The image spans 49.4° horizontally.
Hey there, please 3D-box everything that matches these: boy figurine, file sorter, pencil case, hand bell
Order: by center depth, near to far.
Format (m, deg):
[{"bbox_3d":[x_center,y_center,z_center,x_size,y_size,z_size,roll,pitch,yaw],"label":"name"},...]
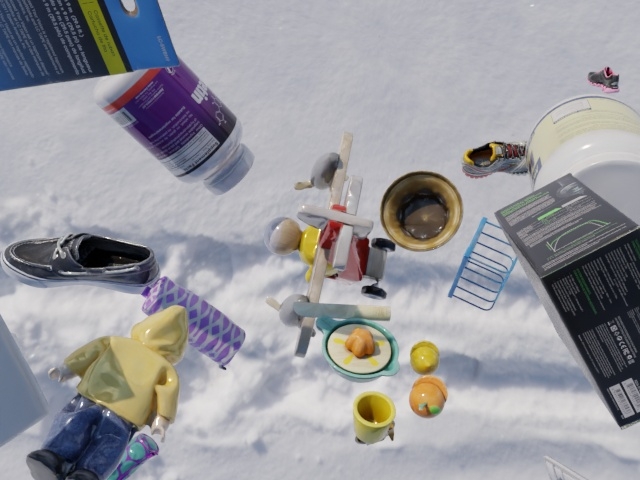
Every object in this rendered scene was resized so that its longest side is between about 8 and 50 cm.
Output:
[{"bbox_3d":[-0.268,0.195,0.923,0.177,0.285,0.092,22,136,3],"label":"boy figurine"},{"bbox_3d":[0.180,-0.023,1.153,0.126,0.242,0.126,-3,79,15],"label":"hand bell"},{"bbox_3d":[-0.235,0.150,1.297,0.206,0.088,0.086,41,80,-20],"label":"pencil case"},{"bbox_3d":[0.363,0.059,1.526,0.104,0.118,0.170,26,147,13],"label":"file sorter"},{"bbox_3d":[-0.432,0.497,1.538,0.151,0.070,0.064,-43,132,-4],"label":"pencil case"}]

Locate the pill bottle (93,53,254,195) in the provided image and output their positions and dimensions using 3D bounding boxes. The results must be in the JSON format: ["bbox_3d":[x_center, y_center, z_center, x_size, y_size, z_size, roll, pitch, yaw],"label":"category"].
[{"bbox_3d":[-0.285,-0.243,1.411,0.181,0.181,0.323,-38,120,14],"label":"pill bottle"}]

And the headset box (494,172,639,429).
[{"bbox_3d":[0.373,0.066,0.961,0.131,0.283,0.246,-29,105,10],"label":"headset box"}]

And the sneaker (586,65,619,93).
[{"bbox_3d":[0.696,-0.401,1.702,0.047,0.119,0.057,-10,120,-8],"label":"sneaker"}]

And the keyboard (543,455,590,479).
[{"bbox_3d":[0.244,0.226,0.479,0.014,0.256,0.072,-29,104,-15],"label":"keyboard"}]

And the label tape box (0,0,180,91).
[{"bbox_3d":[-0.357,-0.334,0.900,0.333,0.106,0.241,-4,129,13],"label":"label tape box"}]

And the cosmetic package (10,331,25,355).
[{"bbox_3d":[-0.685,0.221,1.386,0.099,0.239,0.060,-31,80,-9],"label":"cosmetic package"}]

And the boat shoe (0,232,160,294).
[{"bbox_3d":[-0.453,0.030,1.300,0.301,0.108,0.102,9,143,2],"label":"boat shoe"}]

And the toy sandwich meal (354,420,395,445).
[{"bbox_3d":[0.099,0.340,1.214,0.085,0.029,0.086,-16,140,-14],"label":"toy sandwich meal"}]

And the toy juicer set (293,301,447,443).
[{"bbox_3d":[0.102,0.183,1.216,0.209,0.329,0.090,-11,132,-19],"label":"toy juicer set"}]

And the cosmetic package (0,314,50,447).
[{"bbox_3d":[-0.476,0.175,0.516,0.230,0.453,0.162,6,122,46],"label":"cosmetic package"}]

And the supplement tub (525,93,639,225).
[{"bbox_3d":[0.508,-0.117,1.278,0.235,0.325,0.236,5,119,10],"label":"supplement tub"}]

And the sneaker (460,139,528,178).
[{"bbox_3d":[0.468,-0.210,1.761,0.225,0.093,0.088,-11,72,15],"label":"sneaker"}]

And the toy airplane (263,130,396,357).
[{"bbox_3d":[0.000,0.000,1.477,0.272,0.386,0.385,8,119,16],"label":"toy airplane"}]
